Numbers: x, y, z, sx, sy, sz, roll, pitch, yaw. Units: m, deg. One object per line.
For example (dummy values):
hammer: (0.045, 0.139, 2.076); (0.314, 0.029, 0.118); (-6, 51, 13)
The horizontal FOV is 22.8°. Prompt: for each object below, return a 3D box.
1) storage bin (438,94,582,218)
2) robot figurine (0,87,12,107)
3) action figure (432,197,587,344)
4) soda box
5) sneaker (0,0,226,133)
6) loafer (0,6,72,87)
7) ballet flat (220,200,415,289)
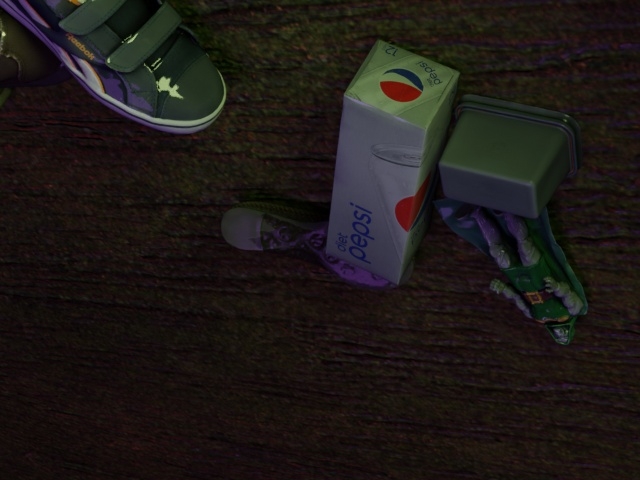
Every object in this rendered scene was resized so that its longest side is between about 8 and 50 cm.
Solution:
storage bin: (0.187, -0.076, 1.626); (0.135, 0.091, 0.098); (16, 144, 25)
robot figurine: (-0.439, -0.198, 1.999); (0.101, 0.067, 0.115); (34, 149, -25)
action figure: (0.232, 0.034, 1.767); (0.137, 0.063, 0.232); (-5, 136, 39)
soda box: (0.074, -0.078, 1.714); (0.098, 0.091, 0.286); (24, 146, 12)
sneaker: (-0.233, -0.242, 1.719); (0.321, 0.126, 0.127); (36, 153, -3)
loafer: (-0.447, -0.232, 1.874); (0.366, 0.134, 0.130); (-9, 174, 35)
ballet flat: (0.000, 0.000, 1.919); (0.250, 0.058, 0.084); (12, 107, 19)
